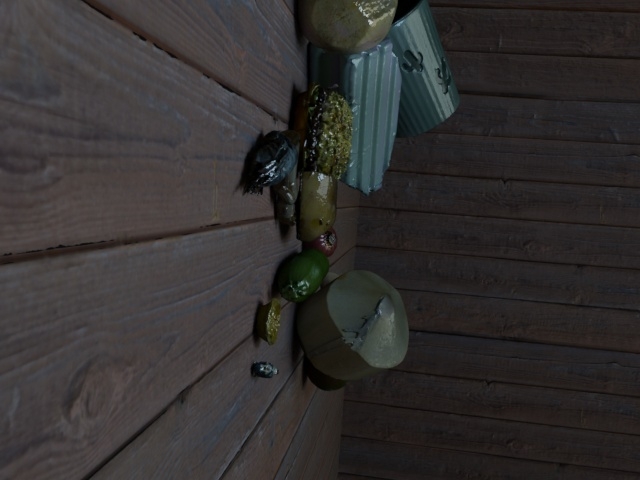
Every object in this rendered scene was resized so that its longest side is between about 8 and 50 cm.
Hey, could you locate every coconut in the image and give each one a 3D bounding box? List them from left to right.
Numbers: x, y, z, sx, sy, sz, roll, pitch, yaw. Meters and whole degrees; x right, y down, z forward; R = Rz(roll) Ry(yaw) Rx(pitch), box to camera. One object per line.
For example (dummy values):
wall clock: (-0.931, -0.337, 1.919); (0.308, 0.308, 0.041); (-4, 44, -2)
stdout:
coconut: (0.062, -0.541, 1.447); (0.237, 0.237, 0.197); (-75, 172, -53)
coconut: (0.100, 0.237, 1.758); (0.323, 0.323, 0.322); (5, 90, -82)

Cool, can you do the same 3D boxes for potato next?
potato: (-0.010, -0.069, 1.449); (0.243, 0.098, 0.138); (114, -24, -81)

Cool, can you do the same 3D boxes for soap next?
soap: (0.095, -0.339, 1.741); (0.261, 0.156, 0.446); (-38, 139, -41)

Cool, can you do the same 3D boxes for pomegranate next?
pomegranate: (0.064, 0.388, 2.012); (0.181, 0.224, 0.181); (-4, 90, -82)

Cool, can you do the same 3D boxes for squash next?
squash: (-0.040, 0.080, 1.522); (0.378, 0.101, 0.101); (-45, 140, -76)

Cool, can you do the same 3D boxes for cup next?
cup: (0.206, -0.533, 1.973); (0.392, 0.401, 0.310); (57, 12, -30)

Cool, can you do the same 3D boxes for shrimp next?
shrimp: (-0.092, -0.133, 1.112); (0.090, 0.079, 0.233); (-45, -170, 32)

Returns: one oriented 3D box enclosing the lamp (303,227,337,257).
lamp: (0.000, 0.000, 1.773); (0.107, 0.092, 0.107); (6, 82, -48)

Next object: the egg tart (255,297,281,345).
egg tart: (-0.107, 0.166, 1.288); (0.105, 0.039, 0.105); (5, 90, -82)

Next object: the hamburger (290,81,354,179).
hamburger: (0.007, -0.254, 1.501); (0.262, 0.139, 0.243); (5, 91, -83)

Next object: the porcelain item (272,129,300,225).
porcelain item: (-0.071, -0.122, 1.311); (0.084, 0.054, 0.213); (-77, 173, -48)

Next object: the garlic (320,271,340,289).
garlic: (0.035, 0.189, 1.991); (0.145, 0.164, 0.245); (-39, 149, -25)

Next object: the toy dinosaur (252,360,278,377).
toy dinosaur: (-0.112, 0.266, 1.287); (0.083, 0.047, 0.030); (68, 26, -70)
